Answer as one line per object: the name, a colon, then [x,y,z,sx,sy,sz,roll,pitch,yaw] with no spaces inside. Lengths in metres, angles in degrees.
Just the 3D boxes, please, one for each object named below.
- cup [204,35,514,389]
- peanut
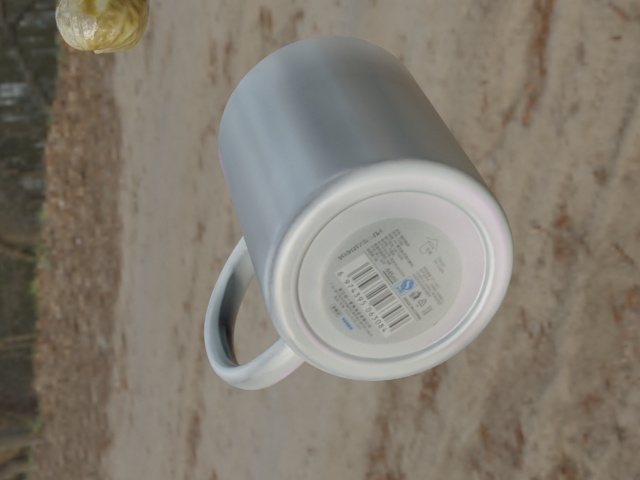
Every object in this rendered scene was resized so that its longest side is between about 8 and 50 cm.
cup: [0.010,-0.001,0.547,0.133,0.099,0.136,-115,33,-58]
peanut: [-0.191,-0.238,1.236,0.089,0.089,0.192,108,-177,-46]
